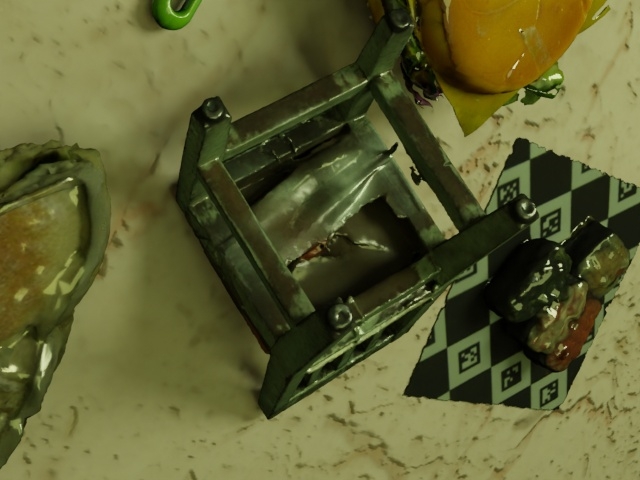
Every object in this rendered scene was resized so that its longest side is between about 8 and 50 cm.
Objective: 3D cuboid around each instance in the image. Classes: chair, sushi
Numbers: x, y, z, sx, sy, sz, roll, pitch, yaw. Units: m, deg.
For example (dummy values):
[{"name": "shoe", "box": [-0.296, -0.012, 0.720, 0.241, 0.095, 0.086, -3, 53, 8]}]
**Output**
[{"name": "chair", "box": [0.000, 0.000, 0.571, 0.136, 0.147, 0.270, -30, 170, -18]}, {"name": "sushi", "box": [0.205, 0.052, 0.781, 0.219, 0.047, 0.231, 13, 104, -39]}]

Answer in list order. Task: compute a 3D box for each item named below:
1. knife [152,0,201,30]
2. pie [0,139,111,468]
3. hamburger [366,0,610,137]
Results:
[{"name": "knife", "box": [-0.028, -0.205, 0.506, 0.054, 0.015, 0.212, 31, 91, -42]}, {"name": "pie", "box": [-0.262, 0.030, 0.419, 0.337, 0.075, 0.337, -16, 125, -25]}, {"name": "hamburger", "box": [0.097, -0.162, 0.565, 0.164, 0.093, 0.189, -33, 125, -19]}]
